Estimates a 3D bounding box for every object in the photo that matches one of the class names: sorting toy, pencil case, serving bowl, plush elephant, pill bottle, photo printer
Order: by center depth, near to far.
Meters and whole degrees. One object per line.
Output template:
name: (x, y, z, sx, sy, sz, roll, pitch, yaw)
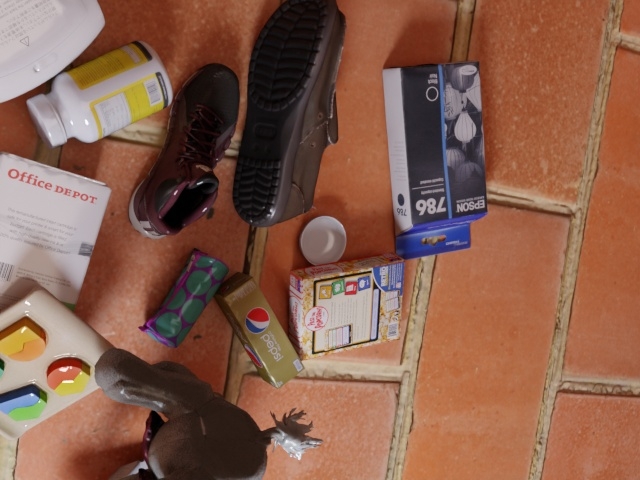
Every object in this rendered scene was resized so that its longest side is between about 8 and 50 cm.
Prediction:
photo printer: (-0.445, -0.337, 1.244, 0.256, 0.107, 0.308, -38, 112, -19)
sorting toy: (-0.398, 0.176, 1.305, 0.208, 0.038, 0.193, -34, 129, 8)
pill bottle: (-0.306, -0.198, 1.338, 0.184, 0.103, 0.103, -29, 109, -22)
plush elephant: (-0.194, 0.324, 1.353, 0.329, 0.255, 0.272, 5, 52, -31)
pencil case: (-0.204, 0.087, 1.450, 0.070, 0.064, 0.152, 41, 76, -42)
serving bowl: (0.000, 0.000, 1.568, 0.083, 0.027, 0.083, -4, 98, -27)

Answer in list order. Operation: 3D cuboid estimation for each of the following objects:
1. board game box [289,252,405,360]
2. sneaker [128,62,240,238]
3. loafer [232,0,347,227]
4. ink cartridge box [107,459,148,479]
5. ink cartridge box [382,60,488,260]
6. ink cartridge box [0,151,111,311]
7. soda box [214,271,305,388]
board game box: (0.043, 0.107, 1.579, 0.193, 0.045, 0.147, -8, 112, -27)
sneaker: (-0.167, -0.124, 1.387, 0.106, 0.162, 0.281, 26, 84, -28)
loafer: (-0.037, -0.199, 1.484, 0.130, 0.133, 0.366, 5, 105, -52)
ink cartridge box: (-0.269, 0.456, 1.451, 0.224, 0.045, 0.223, -44, 117, -47)
ink cartridge box: (0.199, -0.133, 1.640, 0.165, 0.065, 0.333, -11, 102, -27)
ink cartridge box: (-0.400, 0.004, 1.318, 0.160, 0.092, 0.220, 19, 87, -29)
soda box: (-0.098, 0.140, 1.514, 0.058, 0.061, 0.181, -35, 111, -20)
